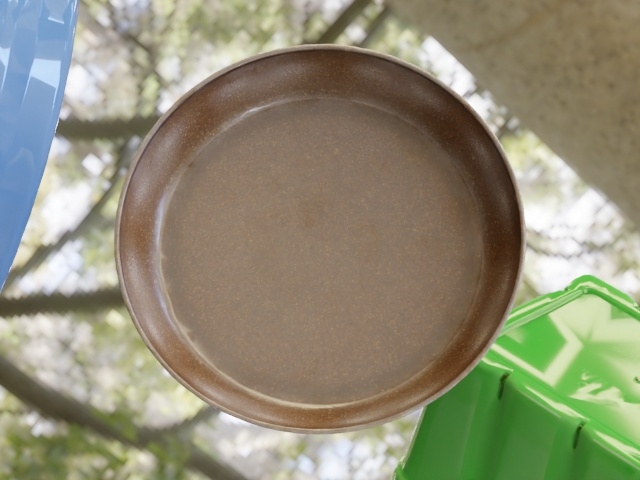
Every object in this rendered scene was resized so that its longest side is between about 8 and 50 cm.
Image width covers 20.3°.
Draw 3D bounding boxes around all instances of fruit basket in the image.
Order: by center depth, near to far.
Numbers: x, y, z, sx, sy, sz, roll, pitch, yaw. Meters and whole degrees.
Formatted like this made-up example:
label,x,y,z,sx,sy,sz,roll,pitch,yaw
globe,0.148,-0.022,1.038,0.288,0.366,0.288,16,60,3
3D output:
label,x,y,z,sx,sy,sz,roll,pitch,yaw
fruit basket,0.264,0.254,1.449,0.283,0.392,0.392,-23,-175,-32

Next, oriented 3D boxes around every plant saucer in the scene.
label,x,y,z,sx,sy,sz,roll,pitch,yaw
plant saucer,0.000,0.000,1.364,0.311,0.310,0.050,-54,168,-14

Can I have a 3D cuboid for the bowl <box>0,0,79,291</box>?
label,x,y,z,sx,sy,sz,roll,pitch,yaw
bowl,-0.259,-0.070,1.192,0.391,0.077,0.391,-45,-143,47
